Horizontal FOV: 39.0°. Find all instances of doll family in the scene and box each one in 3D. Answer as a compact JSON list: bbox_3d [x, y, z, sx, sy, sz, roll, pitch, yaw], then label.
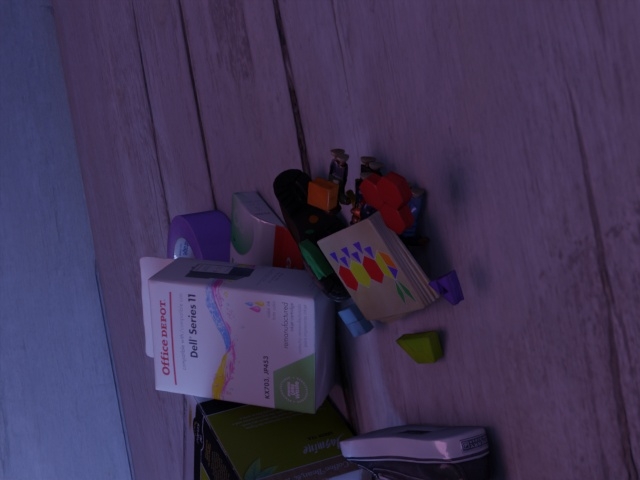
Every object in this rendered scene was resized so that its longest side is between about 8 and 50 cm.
[{"bbox_3d":[0.071,-0.044,1.227,0.193,0.076,0.111,44,132,48],"label":"doll family"}]

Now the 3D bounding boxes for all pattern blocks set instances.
[{"bbox_3d":[0.075,0.038,1.192,0.285,0.026,0.325,61,154,-11],"label":"pattern blocks set"}]

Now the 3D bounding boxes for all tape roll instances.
[{"bbox_3d":[-0.243,0.076,1.918,0.275,0.090,0.275,36,131,56],"label":"tape roll"}]

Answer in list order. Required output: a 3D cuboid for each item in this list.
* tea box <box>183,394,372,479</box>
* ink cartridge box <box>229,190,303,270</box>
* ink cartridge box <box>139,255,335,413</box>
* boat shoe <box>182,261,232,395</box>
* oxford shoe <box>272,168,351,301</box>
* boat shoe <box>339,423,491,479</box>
[{"bbox_3d":[-0.088,0.431,1.557,0.323,0.220,0.329,-132,39,-50],"label":"tea box"},{"bbox_3d":[-0.104,0.038,1.652,0.224,0.056,0.181,-129,38,-50],"label":"ink cartridge box"},{"bbox_3d":[-0.159,0.147,1.478,0.119,0.353,0.207,-45,-43,-64],"label":"ink cartridge box"},{"bbox_3d":[-0.183,0.251,1.721,0.156,0.187,0.500,-120,22,-57],"label":"boat shoe"},{"bbox_3d":[0.000,0.000,1.410,0.096,0.083,0.227,81,167,-65],"label":"oxford shoe"},{"bbox_3d":[0.124,0.305,1.210,0.301,0.108,0.102,-20,79,58],"label":"boat shoe"}]
